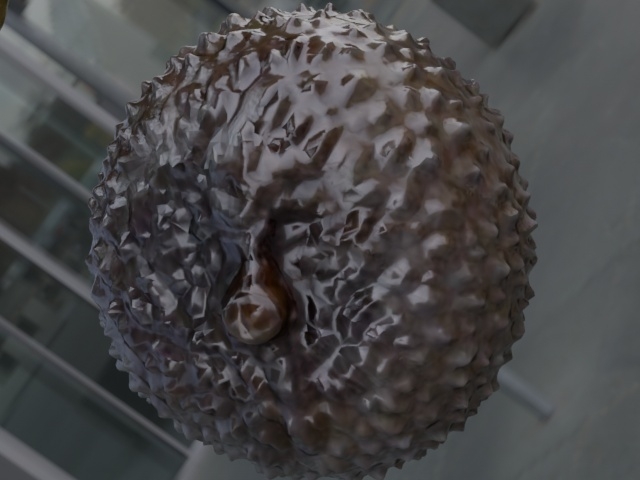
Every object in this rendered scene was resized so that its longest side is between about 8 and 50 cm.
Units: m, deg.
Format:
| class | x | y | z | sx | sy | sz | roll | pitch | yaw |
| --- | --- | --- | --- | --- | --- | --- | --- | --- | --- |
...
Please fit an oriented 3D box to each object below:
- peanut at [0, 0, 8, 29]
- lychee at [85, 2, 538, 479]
| class | x | y | z | sx | sy | sz | roll | pitch | yaw |
| --- | --- | --- | --- | --- | --- | --- | --- | --- | --- |
| peanut | -0.234 | -0.052 | 0.590 | 0.253 | 0.122 | 0.137 | -31 | 11 | -36 |
| lychee | -0.004 | 0.004 | 0.990 | 0.300 | 0.300 | 0.300 | -52 | 9 | 11 |
